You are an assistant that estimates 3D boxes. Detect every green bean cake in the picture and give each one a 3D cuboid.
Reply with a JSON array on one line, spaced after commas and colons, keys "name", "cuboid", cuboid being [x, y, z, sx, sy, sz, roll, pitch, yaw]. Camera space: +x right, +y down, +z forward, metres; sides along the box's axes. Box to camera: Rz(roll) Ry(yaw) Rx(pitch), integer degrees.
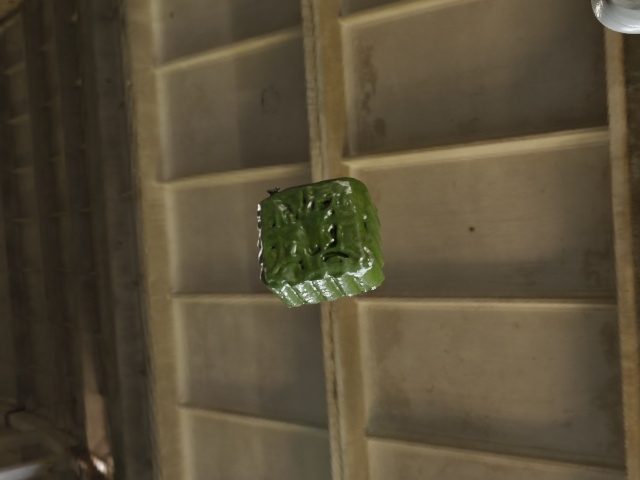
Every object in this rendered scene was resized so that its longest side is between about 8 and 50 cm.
[{"name": "green bean cake", "cuboid": [0.000, 0.000, 1.624, 0.250, 0.156, 0.246, -13, -122, 14]}]

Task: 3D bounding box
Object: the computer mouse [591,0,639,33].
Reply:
[{"name": "computer mouse", "cuboid": [0.557, -0.493, 1.314, 0.184, 0.121, 0.296, -8, -104, 16]}]
